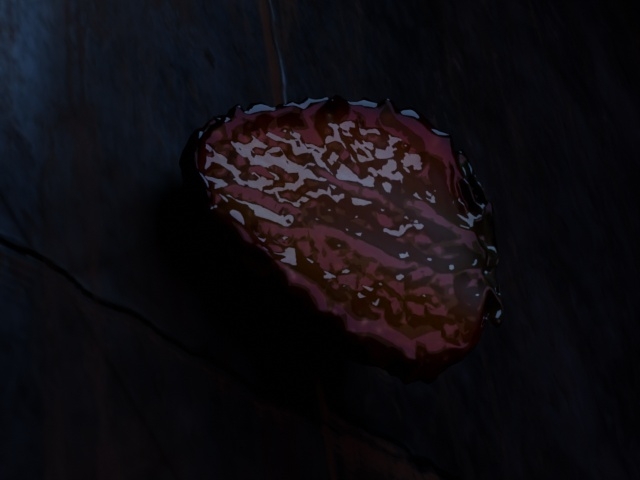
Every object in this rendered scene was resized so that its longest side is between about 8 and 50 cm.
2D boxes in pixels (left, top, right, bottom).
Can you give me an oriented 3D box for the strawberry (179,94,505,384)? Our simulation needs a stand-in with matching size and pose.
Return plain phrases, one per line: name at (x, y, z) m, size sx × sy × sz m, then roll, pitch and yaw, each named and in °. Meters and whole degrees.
strawberry at (0.000, 0.000, 0.907) m, size 0.236 × 0.111 × 0.190 m, roll 19°, pitch 59°, yaw -27°
